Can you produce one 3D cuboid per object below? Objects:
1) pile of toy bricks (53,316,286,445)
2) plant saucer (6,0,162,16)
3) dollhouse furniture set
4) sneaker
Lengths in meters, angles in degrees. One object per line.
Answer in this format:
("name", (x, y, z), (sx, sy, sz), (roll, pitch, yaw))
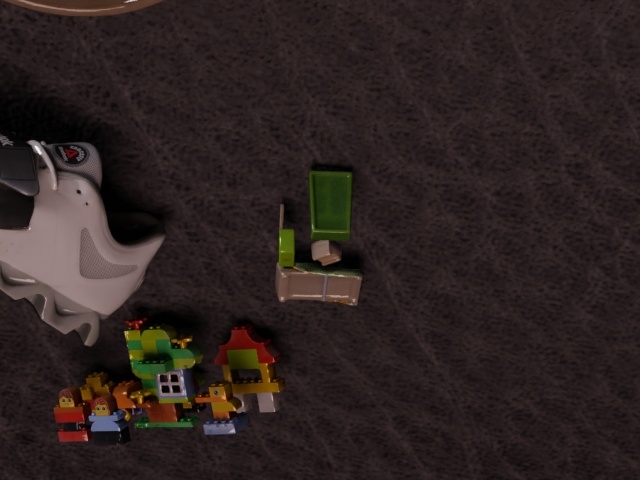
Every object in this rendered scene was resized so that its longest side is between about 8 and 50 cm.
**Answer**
("pile of toy bricks", (-0.150, 0.119, 1.783), (0.212, 0.118, 0.105), (-4, 101, 25))
("plant saucer", (-0.191, -0.284, 1.425), (0.278, 0.041, 0.278), (4, 135, 4))
("dollhouse furniture set", (0.000, 0.000, 1.684), (0.076, 0.058, 0.151), (1, 154, -2))
("sneaker", (-0.262, -0.045, 1.608), (0.146, 0.122, 0.330), (-47, 135, 8))
